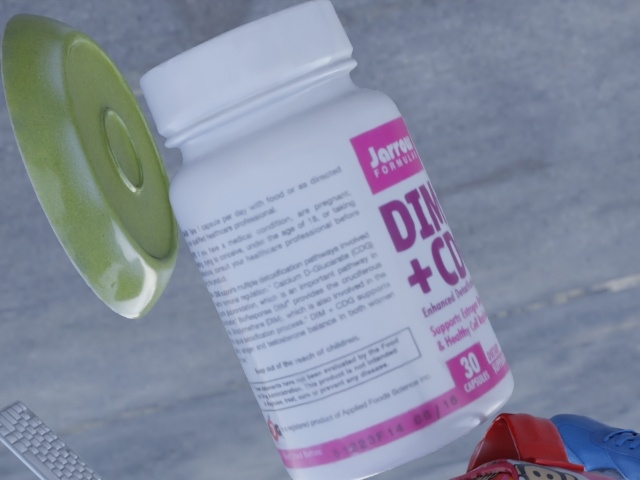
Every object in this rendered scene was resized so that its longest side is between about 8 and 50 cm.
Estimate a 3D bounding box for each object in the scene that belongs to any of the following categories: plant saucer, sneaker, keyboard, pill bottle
[{"bbox_3d":[-0.160,-0.061,1.143,0.037,0.241,0.241,-21,161,10],"label":"plant saucer"},{"bbox_3d":[0.250,0.165,1.134,0.069,0.209,0.082,-20,126,-37],"label":"sneaker"},{"bbox_3d":[-0.227,0.255,1.536,0.014,0.256,0.072,-51,172,16],"label":"keyboard"},{"bbox_3d":[0.000,0.000,0.998,0.160,0.283,0.160,-24,-176,2],"label":"pill bottle"}]

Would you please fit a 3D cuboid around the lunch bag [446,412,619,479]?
[{"bbox_3d":[0.107,0.232,0.916,0.120,0.258,0.293,10,167,-7],"label":"lunch bag"}]
